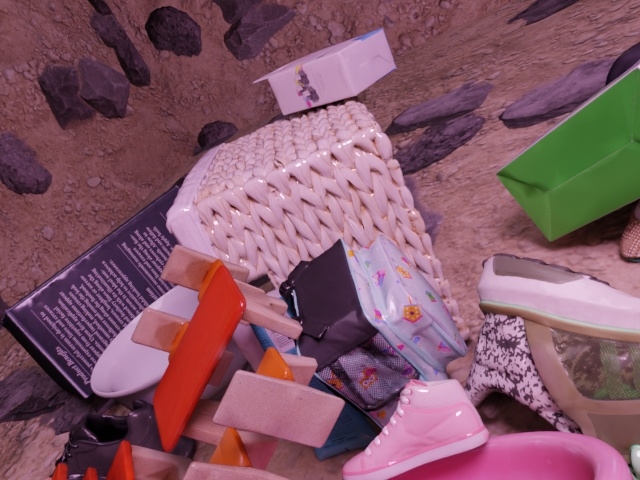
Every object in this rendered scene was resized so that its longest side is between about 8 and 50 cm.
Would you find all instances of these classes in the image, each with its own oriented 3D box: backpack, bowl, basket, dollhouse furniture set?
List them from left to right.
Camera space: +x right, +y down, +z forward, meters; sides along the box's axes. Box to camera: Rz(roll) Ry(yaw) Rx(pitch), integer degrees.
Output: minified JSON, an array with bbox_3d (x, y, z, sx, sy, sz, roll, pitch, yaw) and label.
[{"bbox_3d":[-0.132,0.148,0.529,0.259,0.135,0.262,-63,29,8],"label":"dollhouse furniture set"},{"bbox_3d":[-0.204,0.180,0.955,0.297,0.134,0.298,-28,21,12],"label":"bowl"},{"bbox_3d":[0.000,0.000,0.830,0.266,0.328,0.331,-25,21,5],"label":"basket"},{"bbox_3d":[0.065,0.100,0.612,0.144,0.188,0.166,-31,30,5],"label":"backpack"}]

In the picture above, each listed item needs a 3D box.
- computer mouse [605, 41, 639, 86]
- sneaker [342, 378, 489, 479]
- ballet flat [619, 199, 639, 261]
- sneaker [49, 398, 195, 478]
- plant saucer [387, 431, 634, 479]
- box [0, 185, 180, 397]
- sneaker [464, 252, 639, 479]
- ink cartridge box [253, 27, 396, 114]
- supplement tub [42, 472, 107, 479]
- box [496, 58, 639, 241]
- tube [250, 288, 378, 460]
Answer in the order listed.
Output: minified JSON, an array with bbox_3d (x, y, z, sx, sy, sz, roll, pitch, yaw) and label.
[{"bbox_3d":[0.634,-0.332,1.045,0.272,0.072,0.188,-5,34,48],"label":"computer mouse"},{"bbox_3d":[0.072,0.163,0.524,0.134,0.070,0.051,-25,-9,13],"label":"sneaker"},{"bbox_3d":[0.431,-0.058,0.721,0.206,0.067,0.073,-38,23,-15],"label":"ballet flat"},{"bbox_3d":[-0.323,0.312,0.837,0.286,0.130,0.109,-31,23,4],"label":"sneaker"},{"bbox_3d":[0.052,0.230,0.403,0.332,0.084,0.332,-20,-10,-4],"label":"plant saucer"},{"bbox_3d":[-0.420,0.106,1.238,0.395,0.212,0.293,-43,13,-28],"label":"box"},{"bbox_3d":[0.270,0.143,0.473,0.410,0.158,0.182,18,84,61],"label":"sneaker"},{"bbox_3d":[0.002,-0.233,0.844,0.181,0.062,0.104,-1,30,46],"label":"ink cartridge box"},{"bbox_3d":[-0.221,0.365,0.494,0.193,0.194,0.316,-32,21,-3],"label":"supplement tub"},{"bbox_3d":[0.388,-0.144,0.729,0.231,0.127,0.262,-34,-6,-24],"label":"box"},{"bbox_3d":[-0.013,0.154,0.663,0.080,0.207,0.052,-23,11,24],"label":"tube"}]
